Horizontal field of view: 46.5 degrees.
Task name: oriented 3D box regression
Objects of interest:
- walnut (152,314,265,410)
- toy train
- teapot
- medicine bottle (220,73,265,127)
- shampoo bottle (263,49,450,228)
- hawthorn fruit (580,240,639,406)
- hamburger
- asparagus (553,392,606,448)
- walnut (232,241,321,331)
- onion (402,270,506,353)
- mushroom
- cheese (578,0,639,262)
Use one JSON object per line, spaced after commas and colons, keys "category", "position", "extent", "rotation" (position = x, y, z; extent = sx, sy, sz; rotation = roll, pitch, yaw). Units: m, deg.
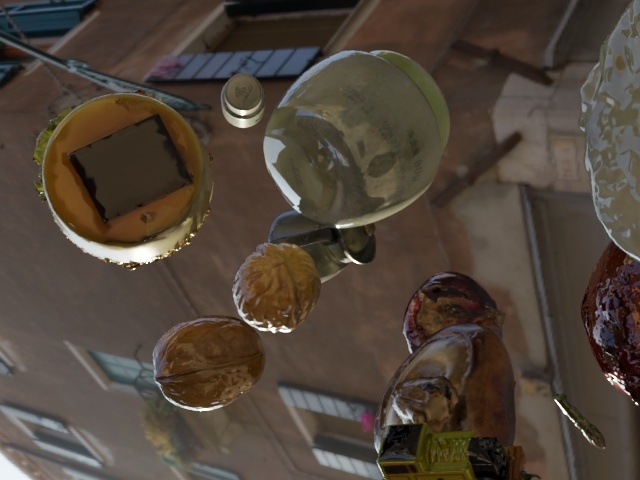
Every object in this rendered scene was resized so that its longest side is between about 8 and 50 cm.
{"category": "walnut", "position": [-0.200, 0.218, 1.338], "extent": [0.207, 0.167, 0.167], "rotation": [-12, -73, -29]}
{"category": "toy train", "position": [0.159, 0.289, 0.931], "extent": [0.127, 0.219, 0.089], "rotation": [64, -148, -27]}
{"category": "teapot", "position": [0.004, -0.019, 1.993], "extent": [0.305, 0.285, 0.223], "rotation": [37, -133, -44]}
{"category": "medicine bottle", "position": [-0.138, -0.252, 1.333], "extent": [0.130, 0.080, 0.080], "rotation": [168, 109, -83]}
{"category": "shampoo bottle", "position": [0.067, -0.190, 1.412], "extent": [0.317, 0.322, 0.322], "rotation": [-42, -49, -36]}
{"category": "hawthorn fruit", "position": [0.507, 0.085, 1.001], "extent": [0.316, 0.316, 0.316], "rotation": [-17, -70, -58]}
{"category": "hamburger", "position": [-0.314, -0.105, 1.217], "extent": [0.276, 0.179, 0.294], "rotation": [-31, -91, -10]}
{"category": "asparagus", "position": [0.554, 0.384, 1.577], "extent": [0.165, 0.036, 0.030], "rotation": [46, -123, -10]}
{"category": "walnut", "position": [-0.096, 0.100, 1.626], "extent": [0.213, 0.213, 0.213], "rotation": [-17, -70, -58]}
{"category": "onion", "position": [0.321, 0.190, 1.673], "extent": [0.272, 0.195, 0.272], "rotation": [18, -124, -30]}
{"category": "mushroom", "position": [0.220, 0.295, 1.401], "extent": [0.259, 0.345, 0.345], "rotation": [36, -121, -21]}
{"category": "cheese", "position": [0.377, -0.097, 0.678], "extent": [0.115, 0.326, 0.318], "rotation": [-14, -41, -24]}
